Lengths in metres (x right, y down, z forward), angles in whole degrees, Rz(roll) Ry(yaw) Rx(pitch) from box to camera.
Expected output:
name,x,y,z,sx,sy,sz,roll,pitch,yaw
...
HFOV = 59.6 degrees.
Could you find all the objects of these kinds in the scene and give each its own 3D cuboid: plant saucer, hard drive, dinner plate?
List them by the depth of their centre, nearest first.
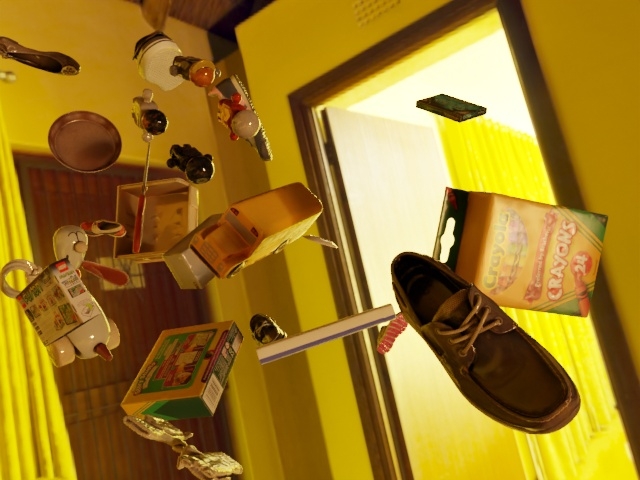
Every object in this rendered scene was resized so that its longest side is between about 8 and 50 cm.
name,x,y,z,sx,sy,sz,roll,pitch,yaw
hard drive,0.005,0.223,1.328,0.319,0.040,0.210,-17,-8,-9
plant saucer,-0.578,-0.239,1.373,0.168,0.168,0.029,-8,-14,-29
dinner plate,0.000,0.000,2.118,0.141,0.017,0.141,19,3,-1

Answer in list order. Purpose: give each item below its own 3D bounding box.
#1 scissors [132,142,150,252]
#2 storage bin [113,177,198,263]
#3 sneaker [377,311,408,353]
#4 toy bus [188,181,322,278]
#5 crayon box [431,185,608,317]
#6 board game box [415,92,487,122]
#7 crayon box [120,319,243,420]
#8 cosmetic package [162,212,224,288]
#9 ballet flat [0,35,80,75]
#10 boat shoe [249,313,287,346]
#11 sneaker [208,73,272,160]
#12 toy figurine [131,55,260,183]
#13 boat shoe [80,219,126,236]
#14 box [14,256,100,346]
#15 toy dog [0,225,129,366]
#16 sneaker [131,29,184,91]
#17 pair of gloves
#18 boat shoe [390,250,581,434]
name,x,y,z,sx,sy,sz,roll,pitch,yaw
scissors,-0.444,-0.115,1.402,0.021,0.297,0.109,8,-3,-14
storage bin,-0.569,-0.064,1.950,0.260,0.262,0.123,-6,-14,17
sneaker,0.244,0.306,1.926,0.063,0.170,0.075,25,16,-14
toy bus,-0.133,-0.030,1.241,0.130,0.108,0.333,-49,-10,31
crayon box,0.366,0.024,1.036,0.319,0.202,0.081,8,4,-18
board game box,0.408,-0.417,1.751,0.126,0.026,0.186,-23,38,-32
crayon box,-0.473,0.454,1.957,0.313,0.106,0.363,-12,31,19
cosmetic package,-0.332,0.028,1.642,0.107,0.127,0.238,-3,29,41
ballet flat,-0.883,-0.563,1.743,0.250,0.058,0.084,13,-42,-35
boat shoe,-0.206,0.338,2.054,0.114,0.091,0.302,-41,12,-15
sneaker,-0.278,-0.409,1.957,0.131,0.319,0.112,-25,5,3
toy figurine,-0.254,-0.246,1.124,0.213,0.148,0.209,-43,-49,-5
boat shoe,-0.639,-0.039,1.632,0.137,0.049,0.043,7,-26,6
box,-0.477,0.116,1.003,0.207,0.114,0.036,-26,4,43
toy dog,-0.536,0.149,1.266,0.161,0.333,0.220,14,43,36
sneaker,-0.451,-0.503,1.516,0.126,0.127,0.321,-34,6,-7
pair of gloves,-0.288,0.444,1.182,0.240,0.042,0.204,26,-12,14
boat shoe,0.205,0.133,0.806,0.132,0.355,0.130,-46,-50,-2
